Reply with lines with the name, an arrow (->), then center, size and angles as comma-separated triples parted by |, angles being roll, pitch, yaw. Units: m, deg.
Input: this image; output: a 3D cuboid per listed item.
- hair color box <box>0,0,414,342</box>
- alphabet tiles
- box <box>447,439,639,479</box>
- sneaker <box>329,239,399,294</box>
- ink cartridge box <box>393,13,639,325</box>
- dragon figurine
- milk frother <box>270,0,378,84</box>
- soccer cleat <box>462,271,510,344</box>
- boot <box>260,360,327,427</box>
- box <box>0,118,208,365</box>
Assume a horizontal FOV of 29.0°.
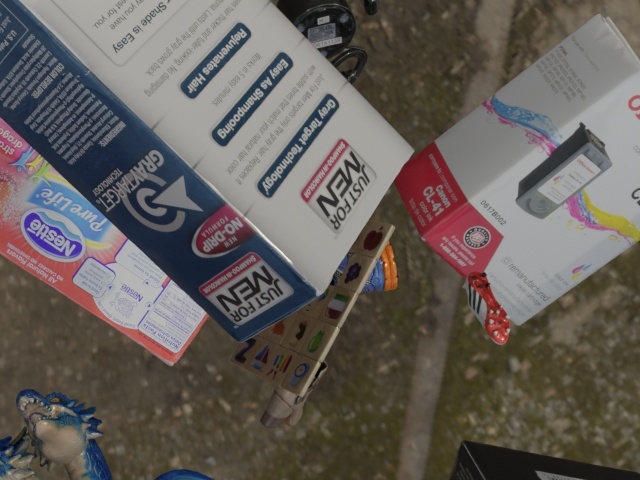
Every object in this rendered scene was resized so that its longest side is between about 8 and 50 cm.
hair color box -> -0.113, -0.114, 0.842 | 0.347, 0.174, 0.105 | 45, 137, -11
alphabet tiles -> -0.032, 0.055, 1.342 | 0.009, 0.237, 0.198 | 34, 80, -30
box -> 0.289, 0.448, 1.596 | 0.296, 0.183, 0.294 | 13, 109, -17
sneaker -> 0.000, 0.000, 1.431 | 0.087, 0.221, 0.083 | -17, 117, -26
ink cartridge box -> 0.273, -0.074, 1.428 | 0.306, 0.131, 0.226 | -37, 129, 17
dragon figurine -> -0.081, 0.187, 0.697 | 0.085, 0.144, 0.289 | -40, 130, 16
milk frother -> -0.007, -0.265, 1.485 | 0.129, 0.134, 0.143 | -3, 138, -24
soccer cleat -> 0.171, 0.072, 1.283 | 0.029, 0.083, 0.035 | -13, 158, -26
boot -> -0.023, 0.166, 1.383 | 0.042, 0.118, 0.087 | 39, 103, 8
box -> -0.231, -0.030, 1.181 | 0.300, 0.142, 0.154 | 36, 85, -25
